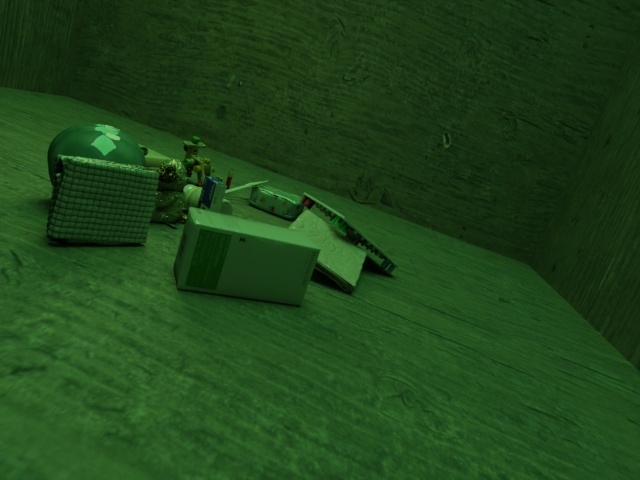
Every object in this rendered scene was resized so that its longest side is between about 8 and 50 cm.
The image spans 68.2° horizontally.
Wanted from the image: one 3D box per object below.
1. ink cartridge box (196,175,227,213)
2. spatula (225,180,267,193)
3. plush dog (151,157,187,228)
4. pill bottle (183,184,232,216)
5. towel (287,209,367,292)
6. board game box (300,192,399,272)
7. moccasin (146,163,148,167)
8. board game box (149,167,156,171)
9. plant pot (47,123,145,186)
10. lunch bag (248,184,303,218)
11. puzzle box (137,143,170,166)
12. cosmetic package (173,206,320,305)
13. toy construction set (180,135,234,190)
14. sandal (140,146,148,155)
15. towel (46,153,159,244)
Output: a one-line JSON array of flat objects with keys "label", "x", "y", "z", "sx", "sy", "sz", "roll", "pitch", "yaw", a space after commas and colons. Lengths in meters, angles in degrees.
[{"label": "ink cartridge box", "x": -0.400, "y": -0.117, "z": 1.686, "sx": 0.046, "sy": 0.207, "sz": 0.097, "roll": 7, "pitch": 19, "yaw": -41}, {"label": "spatula", "x": -0.400, "y": -0.267, "z": 2.406, "sx": 0.241, "sy": 0.019, "sz": 0.168, "roll": -20, "pitch": 15, "yaw": -24}, {"label": "plush dog", "x": -0.551, "y": -0.187, "z": 1.712, "sx": 0.210, "sy": 0.226, "sz": 0.262, "roll": 14, "pitch": 15, "yaw": -19}, {"label": "pill bottle", "x": -0.463, "y": -0.143, "z": 1.888, "sx": 0.208, "sy": 0.119, "sz": 0.119, "roll": 27, "pitch": 16, "yaw": 29}, {"label": "towel", "x": 0.018, "y": 0.031, "z": 1.768, "sx": 0.316, "sy": 0.053, "sz": 0.332, "roll": 36, "pitch": 24, "yaw": 0}, {"label": "board game box", "x": 0.117, "y": -0.035, "z": 2.066, "sx": 0.390, "sy": 0.050, "sz": 0.390, "roll": 39, "pitch": -1, "yaw": -32}, {"label": "moccasin", "x": -0.742, "y": -0.268, "z": 1.769, "sx": 0.379, "sy": 0.139, "sz": 0.147, "roll": -2, "pitch": 26, "yaw": 47}, {"label": "board game box", "x": -0.840, "y": -0.308, "z": 2.206, "sx": 0.144, "sy": 0.027, "sz": 0.281, "roll": 18, "pitch": 14, "yaw": -7}, {"label": "plant pot", "x": -0.704, "y": -0.187, "z": 1.487, "sx": 0.292, "sy": 0.293, "sz": 0.196, "roll": 11, "pitch": 41, "yaw": -31}, {"label": "lunch bag", "x": -0.216, "y": -0.201, "z": 2.461, "sx": 0.278, "sy": 0.108, "sz": 0.224, "roll": 21, "pitch": 13, "yaw": 9}, {"label": "puzzle box", "x": -1.047, "y": -0.493, "z": 2.580, "sx": 0.408, "sy": 0.052, "sz": 0.272, "roll": 25, "pitch": 15, "yaw": 22}, {"label": "cosmetic package", "x": -0.209, "y": 0.049, "z": 1.345, "sx": 0.365, "sy": 0.197, "sz": 0.155, "roll": 11, "pitch": 16, "yaw": -25}, {"label": "toy construction set", "x": -0.588, "y": -0.386, "z": 2.397, "sx": 0.308, "sy": 0.238, "sz": 0.257, "roll": 10, "pitch": 16, "yaw": -33}, {"label": "sandal", "x": -0.916, "y": -0.393, "z": 2.244, "sx": 0.302, "sy": 0.087, "sz": 0.120, "roll": 1, "pitch": 13, "yaw": 41}, {"label": "towel", "x": -0.615, "y": -0.111, "z": 1.332, "sx": 0.121, "sy": 0.235, "sz": 0.283, "roll": 26, "pitch": 13, "yaw": 34}]
